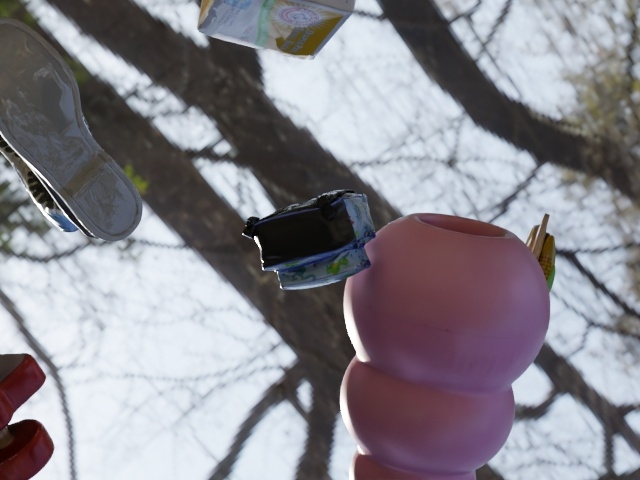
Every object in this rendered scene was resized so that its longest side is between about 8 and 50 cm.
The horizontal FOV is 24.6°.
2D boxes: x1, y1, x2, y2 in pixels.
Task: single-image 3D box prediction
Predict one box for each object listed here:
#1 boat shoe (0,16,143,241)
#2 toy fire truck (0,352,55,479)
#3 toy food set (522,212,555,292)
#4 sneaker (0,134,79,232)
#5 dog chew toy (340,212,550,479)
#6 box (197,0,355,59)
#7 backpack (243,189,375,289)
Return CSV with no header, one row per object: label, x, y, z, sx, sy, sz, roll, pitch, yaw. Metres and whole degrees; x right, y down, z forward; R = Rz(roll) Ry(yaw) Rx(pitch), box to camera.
boat shoe,-0.220,-0.086,1.176,0.075,0.206,0.065,-41,-153,-20
toy fire truck,-0.463,0.228,1.646,0.254,0.169,0.302,-4,-148,42
toy food set,0.238,0.043,1.655,0.192,0.038,0.132,97,12,-81
sneaker,-0.271,-0.069,1.418,0.063,0.073,0.162,-21,-125,-12
dog chew toy,0.111,0.144,1.481,0.206,0.207,0.332,30,-68,61
box,-0.023,-0.263,1.172,0.114,0.103,0.203,144,-43,-69
backpack,0.000,0.000,1.399,0.105,0.084,0.114,-16,-178,20
